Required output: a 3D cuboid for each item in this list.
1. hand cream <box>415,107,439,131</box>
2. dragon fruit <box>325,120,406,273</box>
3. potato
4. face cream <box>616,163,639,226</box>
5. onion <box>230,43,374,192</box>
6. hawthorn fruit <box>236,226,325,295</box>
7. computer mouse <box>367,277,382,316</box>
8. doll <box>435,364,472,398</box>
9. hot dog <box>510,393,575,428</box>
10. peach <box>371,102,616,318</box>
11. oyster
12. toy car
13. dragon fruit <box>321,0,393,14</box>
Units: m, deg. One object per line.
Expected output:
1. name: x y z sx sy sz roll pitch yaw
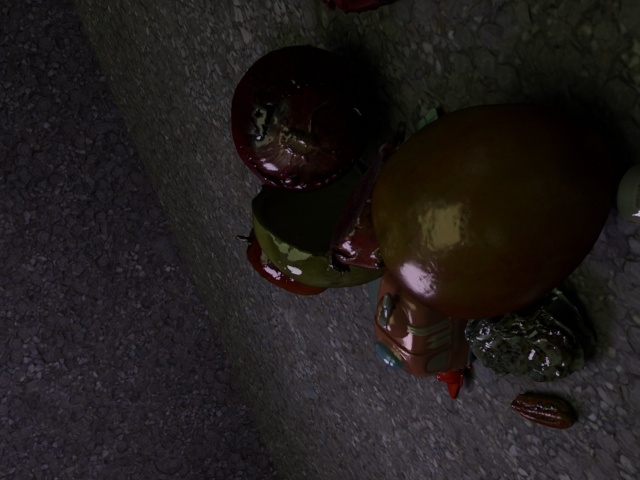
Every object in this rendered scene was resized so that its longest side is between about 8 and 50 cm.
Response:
1. hand cream: 0.221 -0.121 1.227 0.204 0.050 0.078 64 160 6
2. dragon fruit: 0.128 -0.052 1.258 0.147 0.282 0.211 29 179 -8
3. potato: 0.000 0.000 1.479 0.330 0.280 0.212 49 147 33
4. face cream: 0.458 -0.036 0.788 0.269 0.082 0.082 20 133 58
5. onion: -0.037 -0.225 1.358 0.276 0.276 0.276 46 152 33
6. hawthorn fruit: -0.068 0.020 1.707 0.224 0.261 0.224 -176 90 -68
7. computer mouse: 0.150 0.123 1.607 0.230 0.079 0.128 65 153 1
8. doll: 0.272 0.260 1.520 0.109 0.057 0.169 50 155 20
9. hot dog: 0.404 0.312 1.332 0.062 0.038 0.144 65 157 -8
10. peach: 0.233 -0.047 0.986 0.332 0.308 0.307 -33 85 36
11. oyster: 0.342 0.160 1.233 0.198 0.112 0.268 43 150 -10
12. toy car: 0.195 0.138 1.350 0.180 0.212 0.270 40 149 40
13. dragon fruit: 0.029 -0.473 1.011 0.286 0.228 0.329 15 131 62
